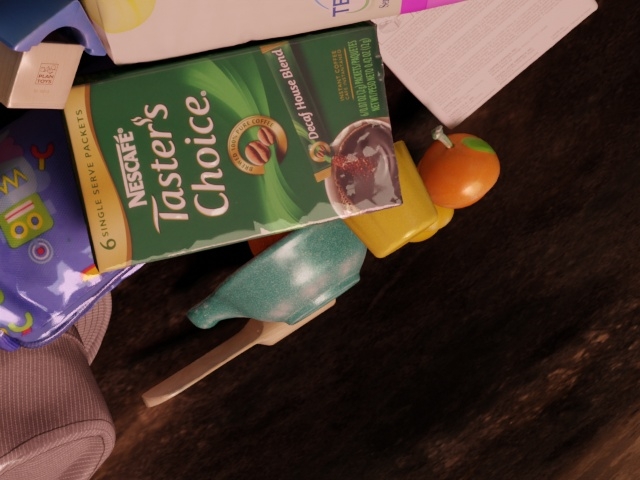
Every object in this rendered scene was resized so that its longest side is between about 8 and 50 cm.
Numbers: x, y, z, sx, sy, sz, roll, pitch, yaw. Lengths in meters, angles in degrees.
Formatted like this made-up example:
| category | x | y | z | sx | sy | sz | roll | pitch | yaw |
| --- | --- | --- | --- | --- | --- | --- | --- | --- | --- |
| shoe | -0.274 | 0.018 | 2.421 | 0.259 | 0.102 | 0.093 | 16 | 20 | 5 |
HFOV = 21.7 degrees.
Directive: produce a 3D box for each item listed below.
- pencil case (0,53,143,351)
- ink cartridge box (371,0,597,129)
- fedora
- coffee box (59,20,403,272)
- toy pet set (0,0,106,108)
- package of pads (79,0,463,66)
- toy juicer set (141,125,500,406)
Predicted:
| category | x | y | z | sx | sy | sz | roll | pitch | yaw |
| --- | --- | --- | --- | --- | --- | --- | --- | --- | --- |
| pencil case | -0.106 | -0.051 | 1.028 | 0.306 | 0.133 | 0.119 | -34 | 158 | -2 |
| ink cartridge box | 0.096 | -0.176 | 1.177 | 0.145 | 0.045 | 0.179 | -40 | 134 | 9 |
| fedora | -0.243 | 0.139 | 1.173 | 0.275 | 0.124 | 0.244 | -27 | 151 | -16 |
| coffee box | -0.051 | -0.055 | 0.953 | 0.184 | 0.040 | 0.113 | -11 | 107 | -9 |
| toy pet set | -0.177 | -0.122 | 0.880 | 0.122 | 0.114 | 0.065 | -4 | 123 | -48 |
| package of pads | -0.024 | -0.195 | 0.816 | 0.229 | 0.101 | 0.296 | -11 | 161 | -3 |
| toy juicer set | 0.000 | 0.000 | 1.293 | 0.329 | 0.089 | 0.209 | -38 | 174 | 41 |
